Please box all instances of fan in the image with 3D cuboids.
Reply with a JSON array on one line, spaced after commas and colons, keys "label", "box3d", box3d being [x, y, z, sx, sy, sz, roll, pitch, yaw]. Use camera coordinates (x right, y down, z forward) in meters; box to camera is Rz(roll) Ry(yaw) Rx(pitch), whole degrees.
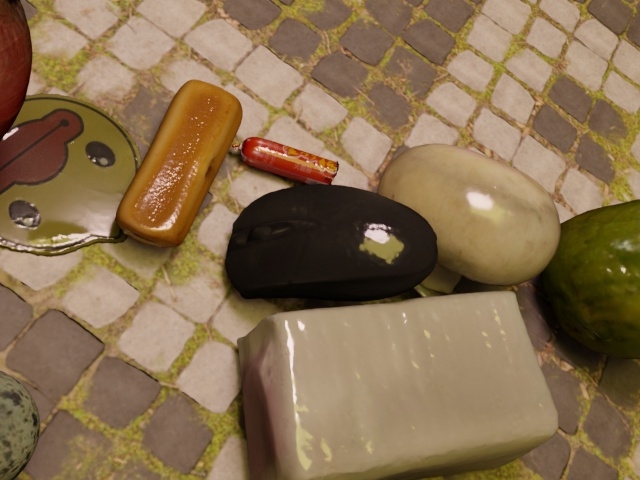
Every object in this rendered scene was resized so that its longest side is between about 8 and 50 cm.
[{"label": "fan", "box3d": [-0.361, -0.113, 1.025, 0.335, 0.011, 0.229, 42, 58, 0]}]

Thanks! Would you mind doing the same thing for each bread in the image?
[{"label": "bread", "box3d": [-0.176, -0.092, 1.056, 0.093, 0.074, 0.239, 25, 60, -7]}]

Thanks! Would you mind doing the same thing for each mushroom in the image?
[{"label": "mushroom", "box3d": [0.182, -0.019, 1.105, 0.246, 0.202, 0.246, 29, 15, -8]}]

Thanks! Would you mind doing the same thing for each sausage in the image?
[{"label": "sausage", "box3d": [-0.049, -0.108, 1.135, 0.145, 0.048, 0.050, 17, 56, -12]}]

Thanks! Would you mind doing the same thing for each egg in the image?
[{"label": "egg", "box3d": [-0.360, 0.190, 0.815, 0.172, 0.132, 0.132, -15, 73, -15]}]

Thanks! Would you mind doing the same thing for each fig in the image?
[{"label": "fig", "box3d": [0.437, 0.053, 1.122, 0.233, 0.314, 0.233, -1, 93, -12]}]

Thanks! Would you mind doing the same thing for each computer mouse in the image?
[{"label": "computer mouse", "box3d": [0.000, 0.000, 0.999, 0.270, 0.086, 0.137, 0, 62, 22]}]

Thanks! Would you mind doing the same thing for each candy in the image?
[{"label": "candy", "box3d": [0.086, 0.179, 0.995, 0.359, 0.145, 0.208, -3, 68, -25]}]

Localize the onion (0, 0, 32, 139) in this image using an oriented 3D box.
[{"label": "onion", "box3d": [-0.464, -0.222, 0.849, 0.354, 0.353, 0.353, 9, 63, -19]}]
